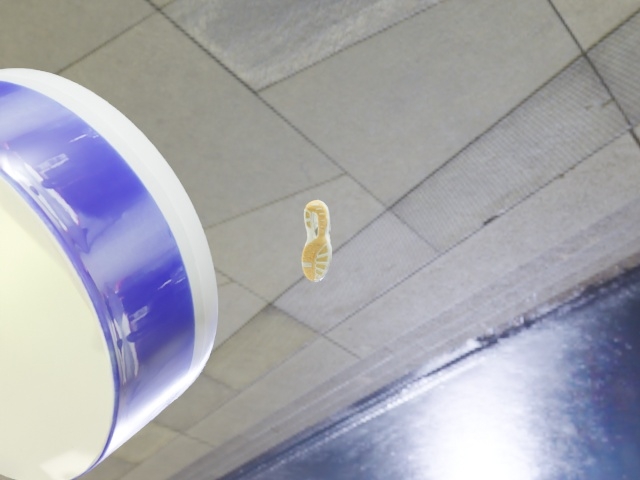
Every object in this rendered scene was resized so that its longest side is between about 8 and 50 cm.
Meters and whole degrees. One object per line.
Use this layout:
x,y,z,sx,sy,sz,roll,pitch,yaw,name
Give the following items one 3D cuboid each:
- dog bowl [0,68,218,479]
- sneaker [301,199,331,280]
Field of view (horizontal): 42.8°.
-0.206,0.027,0.550,0.264,0.104,0.265,14,121,25,dog bowl
0.000,0.000,0.847,0.031,0.083,0.037,5,-174,12,sneaker
